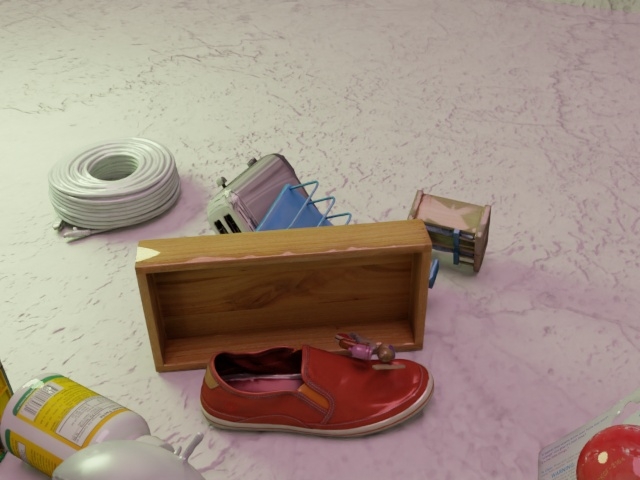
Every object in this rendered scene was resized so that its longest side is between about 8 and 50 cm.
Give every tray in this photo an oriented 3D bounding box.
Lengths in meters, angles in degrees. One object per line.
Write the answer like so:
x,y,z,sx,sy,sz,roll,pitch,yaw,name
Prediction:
-0.050,0.082,1.080,0.411,0.203,0.076,-4,36,-4,tray

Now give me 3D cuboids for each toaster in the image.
-0.089,-0.027,1.254,0.146,0.227,0.129,-37,9,-33,toaster

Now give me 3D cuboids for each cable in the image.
-0.412,-0.120,1.451,0.257,0.089,0.257,-11,38,-13,cable

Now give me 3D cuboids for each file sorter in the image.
0.000,0.000,1.170,0.104,0.170,0.118,-10,43,55,file sorter

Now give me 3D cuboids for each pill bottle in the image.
-0.293,0.258,0.924,0.208,0.118,0.117,18,41,24,pill bottle

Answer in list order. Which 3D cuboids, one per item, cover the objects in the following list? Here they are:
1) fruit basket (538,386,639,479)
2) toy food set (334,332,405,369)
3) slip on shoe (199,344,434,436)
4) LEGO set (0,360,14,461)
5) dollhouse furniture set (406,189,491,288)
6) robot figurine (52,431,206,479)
0.345,0.293,0.744,0.165,0.327,0.353,37,37,-4,fruit basket
0.062,0.149,1.021,0.078,0.019,0.122,5,12,-37,toy food set
-0.004,0.200,1.011,0.331,0.101,0.123,0,35,-1,slip on shoe
-0.551,0.226,0.909,0.331,0.192,0.255,11,39,16,LEGO set
0.200,0.036,1.230,0.129,0.129,0.184,14,64,18,dollhouse furniture set
-0.223,0.346,0.700,0.300,0.200,0.353,-22,31,56,robot figurine
